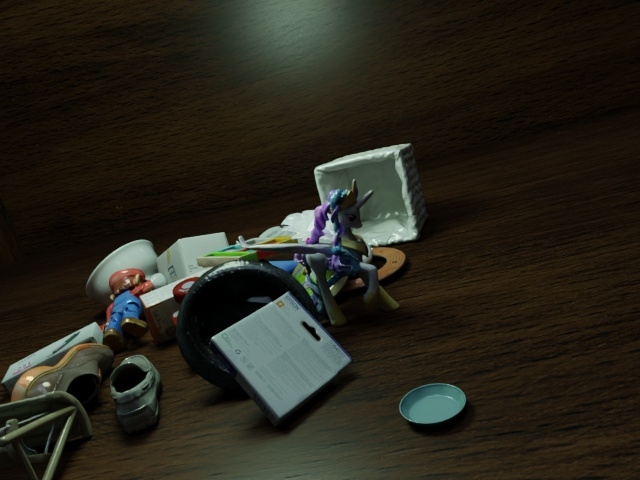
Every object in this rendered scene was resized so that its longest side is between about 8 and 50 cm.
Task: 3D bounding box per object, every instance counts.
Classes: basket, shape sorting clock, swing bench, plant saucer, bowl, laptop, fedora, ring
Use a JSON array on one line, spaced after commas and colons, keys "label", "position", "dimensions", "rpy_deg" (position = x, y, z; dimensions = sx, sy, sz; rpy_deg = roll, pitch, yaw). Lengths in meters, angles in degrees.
[{"label": "basket", "position": [0.194, -0.162, 2.074], "dimensions": [0.331, 0.328, 0.266], "rpy_deg": [-10, 13, 21]}, {"label": "shape sorting clock", "position": [-0.003, 0.109, 1.681], "dimensions": [0.206, 0.040, 0.206], "rpy_deg": [-23, 40, 22]}, {"label": "swing bench", "position": [-0.654, 0.422, 1.154], "dimensions": [0.253, 0.165, 0.254], "rpy_deg": [-15, 15, 5]}, {"label": "plant saucer", "position": [0.202, 0.299, 1.017], "dimensions": [0.119, 0.021, 0.119], "rpy_deg": [-14, 16, 4]}, {"label": "bowl", "position": [-0.693, 0.150, 2.080], "dimensions": [0.298, 0.134, 0.298], "rpy_deg": [-45, -14, -14]}, {"label": "laptop", "position": [-0.211, 0.062, 2.018], "dimensions": [0.234, 0.264, 0.136], "rpy_deg": [-4, 56, 38]}, {"label": "fedora", "position": [-0.165, 0.208, 1.349], "dimensions": [0.334, 0.334, 0.152], "rpy_deg": [-16, -18, -1]}, {"label": "ring", "position": [0.106, 0.098, 1.791], "dimensions": [0.337, 0.032, 0.336], "rpy_deg": [-15, 15, 4]}]

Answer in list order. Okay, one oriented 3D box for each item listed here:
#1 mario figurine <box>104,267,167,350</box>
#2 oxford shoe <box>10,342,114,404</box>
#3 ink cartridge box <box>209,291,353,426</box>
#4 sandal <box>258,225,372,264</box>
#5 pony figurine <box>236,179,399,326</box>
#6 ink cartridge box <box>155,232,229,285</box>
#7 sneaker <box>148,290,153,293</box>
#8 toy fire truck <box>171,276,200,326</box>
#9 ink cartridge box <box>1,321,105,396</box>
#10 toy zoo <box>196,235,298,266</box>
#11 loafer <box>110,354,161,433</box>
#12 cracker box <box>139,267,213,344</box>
[{"label": "mario figurine", "position": [-0.594, 0.217, 1.827], "dimensions": [0.198, 0.170, 0.320], "rpy_deg": [-3, 34, -10]}, {"label": "oxford shoe", "position": [-0.606, 0.357, 1.435], "dimensions": [0.133, 0.130, 0.364], "rpy_deg": [11, 9, 8]}, {"label": "ink cartridge box", "position": [-0.081, 0.242, 1.199], "dimensions": [0.224, 0.045, 0.223], "rpy_deg": [-28, 64, -38]}, {"label": "sandal", "position": [-0.011, 0.034, 1.861], "dimensions": [0.416, 0.102, 0.169], "rpy_deg": [13, 39, 31]}, {"label": "pony figurine", "position": [0.010, 0.035, 1.477], "dimensions": [0.351, 0.363, 0.303], "rpy_deg": [-7, 18, 29]}, {"label": "ink cartridge box", "position": [-0.412, 0.094, 1.873], "dimensions": [0.171, 0.168, 0.233], "rpy_deg": [-12, -10, -36]}, {"label": "sneaker", "position": [-0.564, 0.198, 1.980], "dimensions": [0.064, 0.086, 0.192], "rpy_deg": [-27, 20, -36]}, {"label": "toy fire truck", "position": [-0.258, 0.197, 1.563], "dimensions": [0.302, 0.169, 0.254], "rpy_deg": [-21, 25, -17]}, {"label": "ink cartridge box", "position": [-0.796, 0.335, 1.716], "dimensions": [0.275, 0.060, 0.239], "rpy_deg": [-28, 19, -11]}, {"label": "toy zoo", "position": [-0.203, 0.027, 1.720], "dimensions": [0.192, 0.030, 0.293], "rpy_deg": [-1, 13, 41]}, {"label": "loafer", "position": [-0.441, 0.334, 1.346], "dimensions": [0.112, 0.111, 0.319], "rpy_deg": [-20, 16, -17]}, {"label": "cracker box", "position": [-0.406, 0.195, 1.698], "dimensions": [0.232, 0.155, 0.067], "rpy_deg": [-22, 41, -24]}]
